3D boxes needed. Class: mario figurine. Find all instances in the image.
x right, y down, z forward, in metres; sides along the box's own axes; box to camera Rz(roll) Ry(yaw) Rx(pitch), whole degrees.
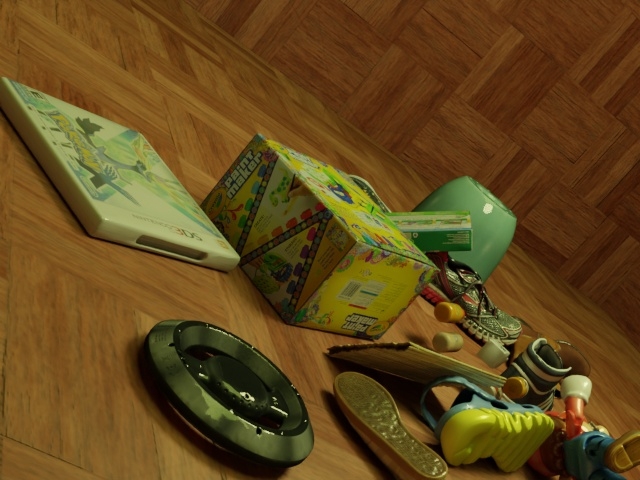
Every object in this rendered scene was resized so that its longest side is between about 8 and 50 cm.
[{"bbox_3d":[0.478,0.352,1.663,0.170,0.198,0.320,27,-4,-13],"label":"mario figurine"}]

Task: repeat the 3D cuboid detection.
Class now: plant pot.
[{"bbox_3d":[0.393,-0.033,2.676,0.293,0.235,0.293,37,15,-12],"label":"plant pot"}]

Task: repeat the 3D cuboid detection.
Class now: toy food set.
[{"bbox_3d":[0.300,0.226,1.870,0.232,0.111,0.104,43,14,23],"label":"toy food set"}]

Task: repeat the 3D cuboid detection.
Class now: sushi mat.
[{"bbox_3d":[0.159,0.203,1.567,0.316,0.151,0.019,24,65,-49],"label":"sushi mat"}]

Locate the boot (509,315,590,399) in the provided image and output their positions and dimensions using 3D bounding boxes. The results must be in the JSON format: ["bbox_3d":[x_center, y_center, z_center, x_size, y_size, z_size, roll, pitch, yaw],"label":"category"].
[{"bbox_3d":[0.562,0.304,2.366,0.264,0.096,0.280,39,15,-7],"label":"boot"}]

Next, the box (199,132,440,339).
[{"bbox_3d":[0.000,0.000,1.648,0.279,0.177,0.290,49,17,31],"label":"box"}]

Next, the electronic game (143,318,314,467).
[{"bbox_3d":[-0.101,0.170,1.113,0.229,0.048,0.229,36,15,-11],"label":"electronic game"}]

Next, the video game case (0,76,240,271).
[{"bbox_3d":[-0.298,-0.094,1.446,0.329,0.036,0.300,48,16,31],"label":"video game case"}]

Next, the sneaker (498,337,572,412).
[{"bbox_3d":[0.452,0.286,2.000,0.099,0.153,0.282,49,16,29],"label":"sneaker"}]

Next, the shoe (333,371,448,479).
[{"bbox_3d":[0.084,0.264,1.320,0.076,0.058,0.219,-12,42,-34],"label":"shoe"}]

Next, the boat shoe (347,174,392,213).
[{"bbox_3d":[0.114,-0.105,2.514,0.183,0.065,0.083,45,13,16],"label":"boat shoe"}]

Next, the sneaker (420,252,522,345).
[{"bbox_3d":[0.348,0.133,2.251,0.299,0.112,0.121,36,24,-9],"label":"sneaker"}]

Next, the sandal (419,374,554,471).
[{"bbox_3d":[0.269,0.289,1.589,0.317,0.126,0.138,26,16,-50],"label":"sandal"}]

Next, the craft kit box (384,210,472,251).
[{"bbox_3d":[0.225,-0.022,2.268,0.249,0.061,0.246,-1,14,8],"label":"craft kit box"}]
